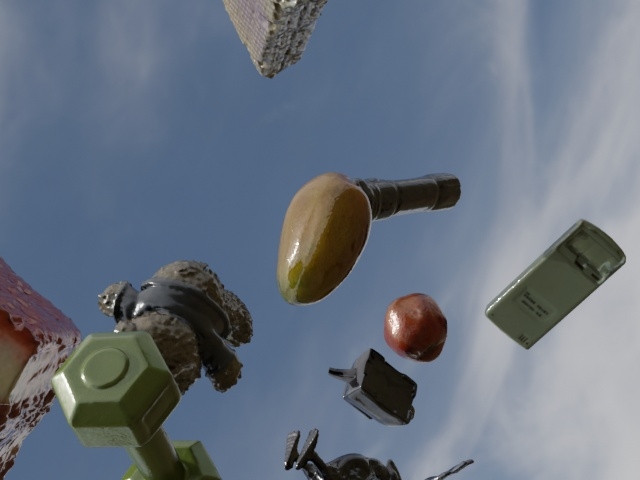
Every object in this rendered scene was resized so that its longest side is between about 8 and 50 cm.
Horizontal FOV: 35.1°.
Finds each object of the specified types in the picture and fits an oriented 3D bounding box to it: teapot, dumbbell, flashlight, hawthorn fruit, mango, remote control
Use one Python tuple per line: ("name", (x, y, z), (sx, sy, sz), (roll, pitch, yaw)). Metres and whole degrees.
("teapot", (0.088, 0.263, 1.740), (0.177, 0.096, 0.087), (38, -135, -23))
("dumbbell", (-0.182, 0.214, 1.067), (0.121, 0.108, 0.302), (-53, -30, -30))
("flashlight", (0.127, -0.082, 1.931), (0.424, 0.103, 0.103), (-10, -61, -47))
("hawthorn fruit", (0.168, 0.157, 1.780), (0.128, 0.128, 0.128), (-31, -46, -39))
("mango", (0.004, -0.002, 1.587), (0.120, 0.151, 0.221), (30, -115, -33))
("remote control", (0.447, 0.084, 1.936), (0.285, 0.123, 0.038), (-50, 2, 29))

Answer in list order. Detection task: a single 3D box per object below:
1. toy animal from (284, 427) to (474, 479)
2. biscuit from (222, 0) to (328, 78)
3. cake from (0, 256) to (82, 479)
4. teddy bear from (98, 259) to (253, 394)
("toy animal", (0.018, 0.182, 0.753), (0.108, 0.220, 0.062), (26, -123, -32))
("biscuit", (-0.045, -0.238, 0.977), (0.062, 0.108, 0.239), (-24, -3, -10))
("cake", (-0.517, 0.183, 1.390), (0.319, 0.269, 0.270), (-53, -5, 3))
("teddy bear", (-0.162, 0.087, 1.162), (0.251, 0.182, 0.129), (-65, -7, -68))
